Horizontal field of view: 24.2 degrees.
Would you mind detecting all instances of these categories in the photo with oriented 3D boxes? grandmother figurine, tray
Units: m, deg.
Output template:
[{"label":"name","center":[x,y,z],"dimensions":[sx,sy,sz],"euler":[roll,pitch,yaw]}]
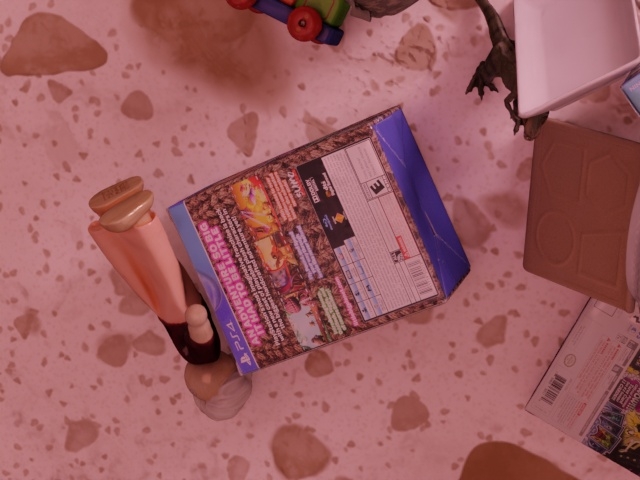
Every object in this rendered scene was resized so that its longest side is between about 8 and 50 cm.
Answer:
[{"label":"grandmother figurine","center":[-0.185,0.085,1.913],"dimensions":[0.104,0.208,0.342],"euler":[-25,115,0]},{"label":"tray","center":[0.283,-0.227,1.642],"dimensions":[0.145,0.270,0.030],"euler":[-25,120,22]}]

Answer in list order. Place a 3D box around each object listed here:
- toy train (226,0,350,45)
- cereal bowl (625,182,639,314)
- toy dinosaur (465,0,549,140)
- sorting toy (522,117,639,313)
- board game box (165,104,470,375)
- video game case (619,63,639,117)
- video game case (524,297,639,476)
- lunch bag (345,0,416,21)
[{"label":"toy train","center":[-0.066,-0.345,1.806],"dimensions":[0.248,0.105,0.143],"euler":[28,101,10]},{"label":"cereal bowl","center":[0.418,-0.004,1.609],"dimensions":[0.141,0.339,0.339],"euler":[10,107,24]},{"label":"toy dinosaur","center":[0.214,-0.195,1.740],"dimensions":[0.064,0.268,0.118],"euler":[-16,141,-11]},{"label":"sorting toy","center":[0.311,-0.034,1.733],"dimensions":[0.208,0.038,0.193],"euler":[28,119,56]},{"label":"board game box","center":[0.000,0.000,1.847],"dimensions":[0.291,0.141,0.232],"euler":[-21,97,22]},{"label":"video game case","center":[0.455,-0.235,1.578],"dimensions":[0.269,0.244,0.061],"euler":[-34,93,23]},{"label":"video game case","center":[0.394,0.163,1.813],"dimensions":[0.210,0.042,0.232],"euler":[30,111,9]},{"label":"lunch bag","center":[0.101,-0.378,1.631],"dimensions":[0.169,0.235,0.287],"euler":[27,95,11]}]
